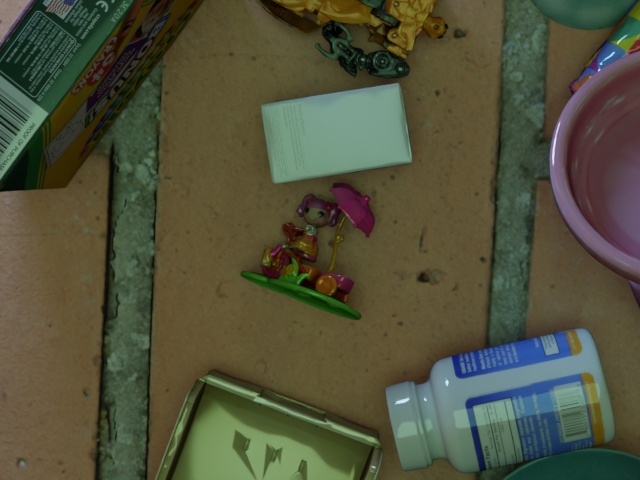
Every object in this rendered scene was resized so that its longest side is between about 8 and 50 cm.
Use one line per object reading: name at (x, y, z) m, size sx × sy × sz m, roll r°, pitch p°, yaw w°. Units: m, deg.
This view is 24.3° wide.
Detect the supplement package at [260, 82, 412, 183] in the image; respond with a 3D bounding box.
supplement package at (0.023, -0.137, 1.905) m, size 0.179 × 0.105 × 0.105 m, roll -9°, pitch 93°, yaw 4°

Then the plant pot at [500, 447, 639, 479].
plant pot at (0.342, 0.434, 1.870) m, size 0.290 × 0.290 × 0.195 m, roll -22°, pitch 129°, yaw 4°

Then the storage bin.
storage bin at (-0.081, 0.336, 1.936) m, size 0.262 × 0.123 × 0.260 m, roll 21°, pitch 95°, yaw 2°

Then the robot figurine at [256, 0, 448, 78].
robot figurine at (0.032, -0.335, 1.894) m, size 0.291 × 0.085 × 0.211 m, roll 29°, pitch 95°, yaw -4°

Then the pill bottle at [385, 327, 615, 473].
pill bottle at (0.226, 0.212, 1.897) m, size 0.272 × 0.152 × 0.152 m, roll -13°, pitch 93°, yaw 5°

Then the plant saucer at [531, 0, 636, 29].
plant saucer at (0.349, -0.368, 1.905) m, size 0.195 × 0.037 × 0.195 m, roll 0°, pitch 95°, yaw 2°

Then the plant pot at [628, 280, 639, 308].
plant pot at (0.508, 0.082, 1.863) m, size 0.201 × 0.201 × 0.180 m, roll -25°, pitch 109°, yaw 5°

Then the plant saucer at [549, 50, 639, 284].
plant saucer at (0.438, -0.077, 1.758) m, size 0.332 × 0.084 × 0.332 m, roll -4°, pitch 61°, yaw 6°

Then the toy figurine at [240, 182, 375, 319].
toy figurine at (0.000, 0.000, 1.931) m, size 0.173 × 0.130 × 0.159 m, roll 17°, pitch 81°, yaw 26°

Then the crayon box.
crayon box at (-0.280, -0.230, 1.809) m, size 0.106 × 0.313 × 0.363 m, roll 38°, pitch 96°, yaw 3°

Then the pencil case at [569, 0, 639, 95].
pencil case at (0.420, -0.250, 1.881) m, size 0.104 × 0.104 × 0.236 m, roll 39°, pitch 97°, yaw 0°
